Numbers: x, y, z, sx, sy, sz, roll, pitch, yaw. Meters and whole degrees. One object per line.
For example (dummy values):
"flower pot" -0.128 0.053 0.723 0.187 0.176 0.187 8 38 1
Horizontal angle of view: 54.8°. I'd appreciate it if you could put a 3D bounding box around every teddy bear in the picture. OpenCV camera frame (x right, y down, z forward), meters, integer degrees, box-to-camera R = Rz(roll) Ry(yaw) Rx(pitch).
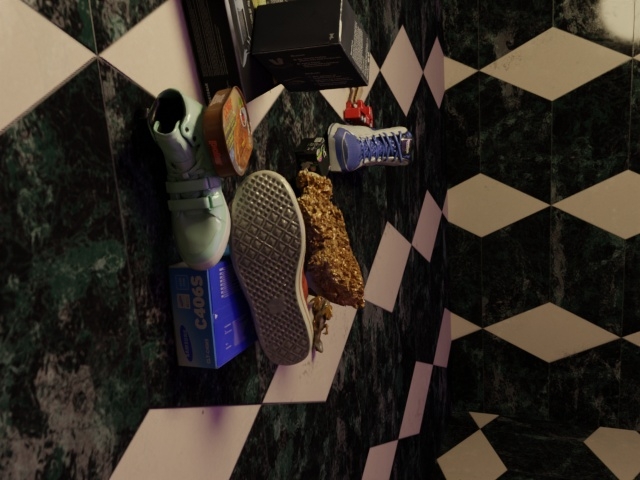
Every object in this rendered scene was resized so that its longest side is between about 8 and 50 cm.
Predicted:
"teddy bear" 0.000 0.000 1.315 0.245 0.113 0.337 85 -8 -66

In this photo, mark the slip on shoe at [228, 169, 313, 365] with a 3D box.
"slip on shoe" -0.076 0.043 1.009 0.101 0.123 0.331 -97 178 -67

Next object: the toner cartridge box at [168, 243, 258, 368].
"toner cartridge box" -0.133 0.086 1.096 0.348 0.075 0.165 -26 113 -66

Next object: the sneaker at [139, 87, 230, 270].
"sneaker" -0.201 -0.089 0.886 0.151 0.094 0.255 37 47 -71

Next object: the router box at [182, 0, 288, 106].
"router box" -0.138 -0.409 1.054 0.243 0.081 0.308 -51 137 -57

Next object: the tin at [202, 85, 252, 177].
"tin" -0.137 -0.165 0.926 0.189 0.040 0.106 -86 169 -61

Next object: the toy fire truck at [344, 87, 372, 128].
"toy fire truck" 0.100 -0.390 1.705 0.192 0.047 0.135 7 83 -69

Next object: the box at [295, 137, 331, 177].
"box" -0.016 -0.185 1.413 0.062 0.052 0.083 -63 148 -46

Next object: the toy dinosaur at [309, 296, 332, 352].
"toy dinosaur" 0.008 0.163 1.503 0.112 0.064 0.211 85 23 -69

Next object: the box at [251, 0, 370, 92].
"box" -0.010 -0.330 1.053 0.158 0.156 0.093 28 64 -66

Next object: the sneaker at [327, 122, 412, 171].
"sneaker" 0.143 -0.255 1.638 0.315 0.182 0.127 -27 114 -66
